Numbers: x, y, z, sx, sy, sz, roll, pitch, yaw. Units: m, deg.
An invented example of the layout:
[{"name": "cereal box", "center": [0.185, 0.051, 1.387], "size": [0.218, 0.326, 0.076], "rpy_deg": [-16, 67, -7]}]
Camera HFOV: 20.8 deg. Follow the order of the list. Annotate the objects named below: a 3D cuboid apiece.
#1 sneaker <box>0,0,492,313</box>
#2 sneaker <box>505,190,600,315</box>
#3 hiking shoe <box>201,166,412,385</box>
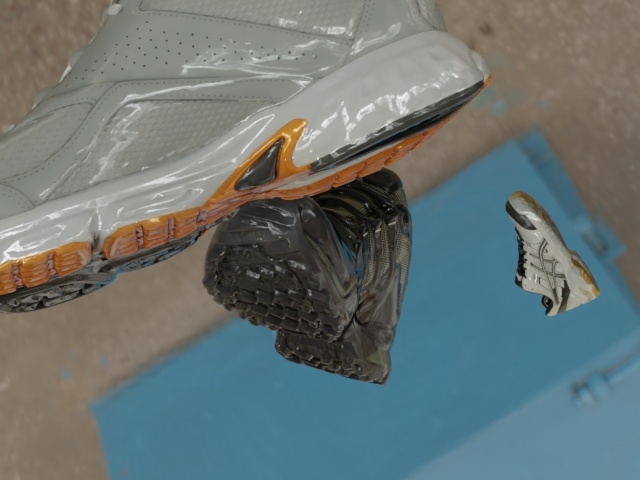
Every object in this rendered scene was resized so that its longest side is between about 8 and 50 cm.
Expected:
[{"name": "sneaker", "center": [-0.070, -0.058, 0.705], "size": [0.262, 0.121, 0.099], "rpy_deg": [-23, 172, -16]}, {"name": "sneaker", "center": [0.118, 0.010, 0.943], "size": [0.037, 0.032, 0.083], "rpy_deg": [-31, 120, 13]}, {"name": "hiking shoe", "center": [0.000, 0.000, 0.983], "size": [0.086, 0.114, 0.227], "rpy_deg": [12, 163, 16]}]
